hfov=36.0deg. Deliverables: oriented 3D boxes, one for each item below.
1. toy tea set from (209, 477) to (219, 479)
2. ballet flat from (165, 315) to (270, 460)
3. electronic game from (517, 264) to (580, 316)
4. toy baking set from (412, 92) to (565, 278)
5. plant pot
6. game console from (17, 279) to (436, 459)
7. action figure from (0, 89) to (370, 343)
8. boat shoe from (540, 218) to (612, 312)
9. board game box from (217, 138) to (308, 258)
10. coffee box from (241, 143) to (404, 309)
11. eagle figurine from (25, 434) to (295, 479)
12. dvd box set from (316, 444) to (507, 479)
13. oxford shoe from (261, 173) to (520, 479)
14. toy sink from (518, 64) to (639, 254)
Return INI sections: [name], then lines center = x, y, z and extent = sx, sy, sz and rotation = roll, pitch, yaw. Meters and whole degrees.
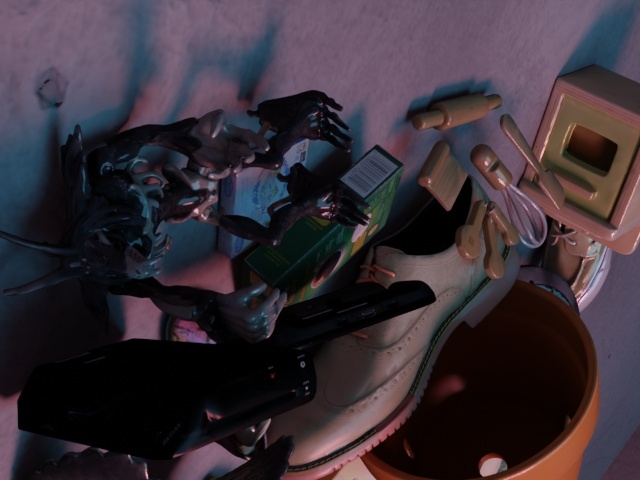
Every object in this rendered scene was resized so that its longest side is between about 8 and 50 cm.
[toy tea set]
center = -0.066, 0.414, 1.085
extent = 0.124, 0.200, 0.336
rotation = -28, 140, -30
[ballet flat]
center = -0.081, 0.137, 0.916
extent = 0.077, 0.079, 0.222
rotation = -44, 148, -26
[electronic game]
center = 0.287, 0.147, 1.444
extent = 0.229, 0.048, 0.229
rotation = -8, 108, -25
[toy baking set]
center = 0.184, -0.068, 1.079
extent = 0.256, 0.030, 0.197
rotation = -28, 101, -47
[plant pot]
center = 0.184, 0.212, 1.144
extent = 0.291, 0.290, 0.204
rotation = -45, 135, -23
[game console]
center = -0.041, 0.085, 0.768
extent = 0.361, 0.213, 0.044
rotation = -15, 99, -42
[action figure]
center = -0.081, -0.021, 0.697
extent = 0.275, 0.141, 0.164
rotation = -27, 123, -38
[boat shoe]
center = 0.389, -0.029, 1.489
extent = 0.094, 0.109, 0.302
rotation = 8, 103, -42
[board game box]
center = -0.050, -0.040, 0.855
extent = 0.090, 0.020, 0.090
rotation = -32, 142, -41
[coffee box]
center = 0.000, 0.000, 0.927
extent = 0.184, 0.040, 0.113
rotation = -43, 163, -25
[eagle figurine]
center = -0.151, 0.303, 0.868
extent = 0.226, 0.225, 0.299
rotation = -61, 158, -88
[dvd box set]
center = 0.141, 0.318, 1.318
extent = 0.420, 0.062, 0.308
rotation = -48, 120, -18
[oxford shoe]
center = 0.060, 0.083, 1.065
extent = 0.397, 0.140, 0.147
rotation = -47, 129, -28
[toy sink]
center = 0.369, -0.092, 1.323
extent = 0.131, 0.152, 0.234
rotation = -24, 137, -46
